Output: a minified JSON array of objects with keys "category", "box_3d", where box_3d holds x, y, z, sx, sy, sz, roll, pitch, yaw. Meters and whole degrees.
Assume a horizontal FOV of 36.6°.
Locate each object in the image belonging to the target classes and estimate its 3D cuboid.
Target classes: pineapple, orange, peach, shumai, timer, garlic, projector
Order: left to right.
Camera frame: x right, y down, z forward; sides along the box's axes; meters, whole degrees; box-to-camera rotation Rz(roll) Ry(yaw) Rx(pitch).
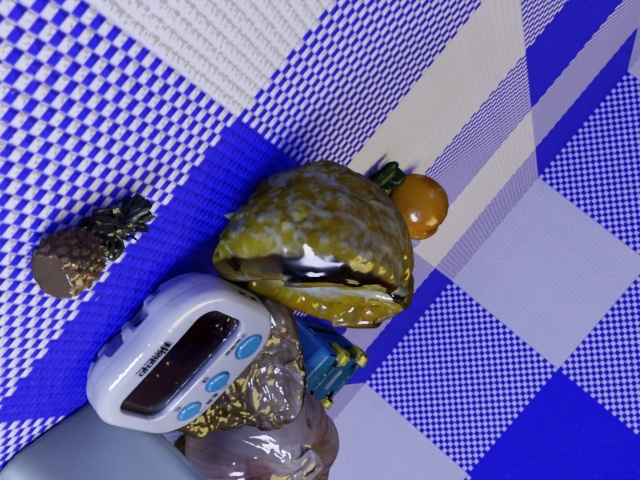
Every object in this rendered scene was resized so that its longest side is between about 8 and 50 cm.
[{"category":"pineapple","box_3d":[-0.241,0.001,1.055,0.159,0.074,0.074,-45,167,-47]},{"category":"projector","box_3d":[-0.327,0.419,1.464,0.248,0.249,0.248,-35,160,-45]},{"category":"timer","box_3d":[-0.203,0.162,1.405,0.262,0.087,0.237,-48,146,6]},{"category":"shumai","box_3d":[-0.179,0.208,1.648,0.283,0.217,0.346,-12,139,-11]},{"category":"garlic","box_3d":[-0.112,0.416,1.894,0.322,0.322,0.241,-53,-164,11]},{"category":"orange","box_3d":[0.000,0.000,1.413,0.369,0.271,0.210,44,47,-70]},{"category":"peach","box_3d":[0.199,-0.065,2.020,0.138,0.138,0.138,-45,164,-16]}]

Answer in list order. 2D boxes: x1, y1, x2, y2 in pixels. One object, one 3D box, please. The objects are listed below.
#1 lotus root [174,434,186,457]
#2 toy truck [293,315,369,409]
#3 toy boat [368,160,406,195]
[{"category":"lotus root","box_3d":[-0.221,0.468,2.071,0.291,0.193,0.193,-14,142,-56]},{"category":"toy truck","box_3d":[-0.015,0.271,2.162,0.161,0.162,0.385,-50,164,4]},{"category":"toy boat","box_3d":[0.079,-0.068,1.815,0.210,0.052,0.104,-45,167,-20]}]
